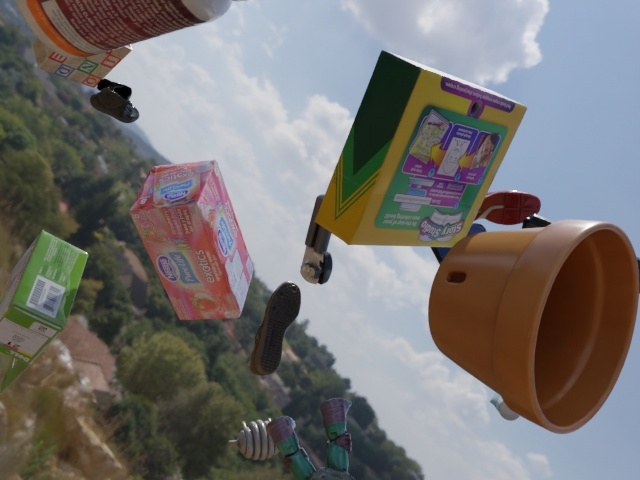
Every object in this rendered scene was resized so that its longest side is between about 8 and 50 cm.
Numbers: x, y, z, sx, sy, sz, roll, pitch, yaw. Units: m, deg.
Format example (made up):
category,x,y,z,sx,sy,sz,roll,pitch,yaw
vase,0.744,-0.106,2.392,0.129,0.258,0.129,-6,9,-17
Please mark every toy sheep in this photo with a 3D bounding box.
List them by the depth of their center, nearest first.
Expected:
category,x,y,z,sx,sy,sz,roll,pitch,yaw
toy sheep,-0.131,0.421,1.417,0.091,0.132,0.091,175,-90,-71

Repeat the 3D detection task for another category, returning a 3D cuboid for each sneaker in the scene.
category,x,y,z,sx,sy,sz,roll,pitch,yaw
sneaker,-0.096,0.166,1.284,0.066,0.189,0.071,31,-28,-24
sneaker,0.363,-0.097,1.482,0.128,0.221,0.087,-89,179,-58
sneaker,-0.463,-0.324,1.560,0.170,0.089,0.051,14,60,-59

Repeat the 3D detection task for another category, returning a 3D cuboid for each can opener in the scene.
category,x,y,z,sx,sy,sz,roll,pitch,yaw
can opener,0.000,0.000,1.913,0.074,0.093,0.281,33,-54,34

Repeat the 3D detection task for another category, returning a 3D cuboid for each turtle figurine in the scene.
category,x,y,z,sx,sy,sz,roll,pitch,yaw
turtle figurine,0.016,0.322,0.821,0.118,0.175,0.234,108,-31,-57

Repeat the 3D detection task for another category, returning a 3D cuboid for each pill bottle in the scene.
category,x,y,z,sx,sy,sz,roll,pitch,yaw
pill bottle,-0.278,-0.449,1.092,0.224,0.391,0.224,-9,90,-72

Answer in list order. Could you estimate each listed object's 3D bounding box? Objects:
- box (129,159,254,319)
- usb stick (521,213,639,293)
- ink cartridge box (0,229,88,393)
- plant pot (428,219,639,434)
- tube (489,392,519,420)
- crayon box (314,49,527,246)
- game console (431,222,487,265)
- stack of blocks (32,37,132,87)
category,x,y,z,sx,sy,sz,roll,pitch,yaw
box,-0.249,0.006,1.355,0.154,0.142,0.300,-81,162,-48
usb stick,0.524,0.028,1.310,0.278,0.045,0.077,27,-37,24
ink cartridge box,-0.541,0.136,1.211,0.097,0.255,0.189,33,32,-27
plant pot,0.296,0.103,0.968,0.203,0.291,0.291,14,-34,48
tube,0.462,0.399,1.688,0.052,0.080,0.207,44,6,5
crayon box,0.192,-0.146,1.234,0.362,0.313,0.106,2,27,-47
game console,0.418,0.043,1.896,0.250,0.173,0.293,-10,-58,40
stack of blocks,-0.570,-0.535,1.714,0.171,0.297,0.087,11,50,-55
